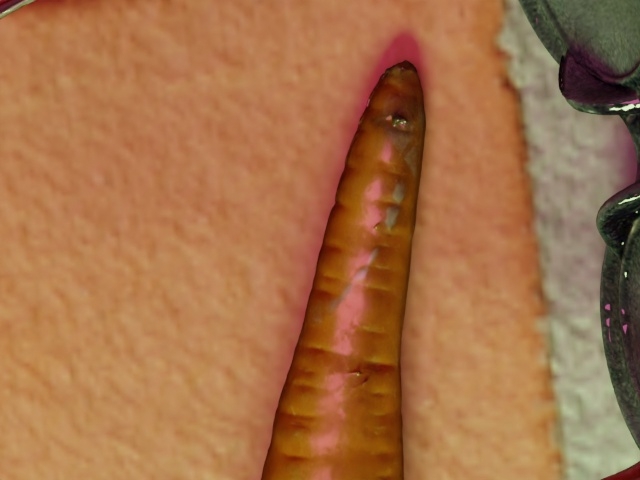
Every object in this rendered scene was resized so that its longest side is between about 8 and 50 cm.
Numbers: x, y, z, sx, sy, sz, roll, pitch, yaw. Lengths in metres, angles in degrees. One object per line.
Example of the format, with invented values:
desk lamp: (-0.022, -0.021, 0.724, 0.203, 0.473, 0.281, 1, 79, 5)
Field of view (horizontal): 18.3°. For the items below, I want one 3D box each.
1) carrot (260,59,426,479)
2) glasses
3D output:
carrot: (0.010, 0.062, 0.716, 0.061, 0.061, 0.257, 9, 95, 12)
glasses: (0.000, 0.000, 0.636, 0.268, 0.118, 0.234, -17, 94, -14)
